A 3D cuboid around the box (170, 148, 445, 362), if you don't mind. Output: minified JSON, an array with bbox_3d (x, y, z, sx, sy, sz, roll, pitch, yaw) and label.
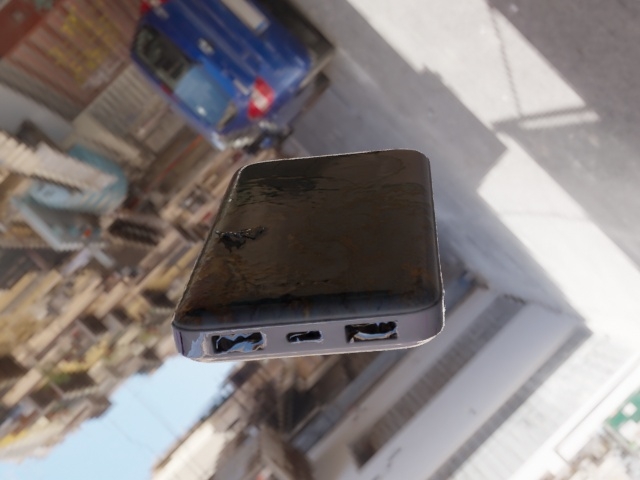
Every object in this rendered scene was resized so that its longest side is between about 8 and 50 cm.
[{"bbox_3d":[0.000,0.000,0.734,0.285,0.142,0.044,-81,-14,-70],"label":"box"}]
